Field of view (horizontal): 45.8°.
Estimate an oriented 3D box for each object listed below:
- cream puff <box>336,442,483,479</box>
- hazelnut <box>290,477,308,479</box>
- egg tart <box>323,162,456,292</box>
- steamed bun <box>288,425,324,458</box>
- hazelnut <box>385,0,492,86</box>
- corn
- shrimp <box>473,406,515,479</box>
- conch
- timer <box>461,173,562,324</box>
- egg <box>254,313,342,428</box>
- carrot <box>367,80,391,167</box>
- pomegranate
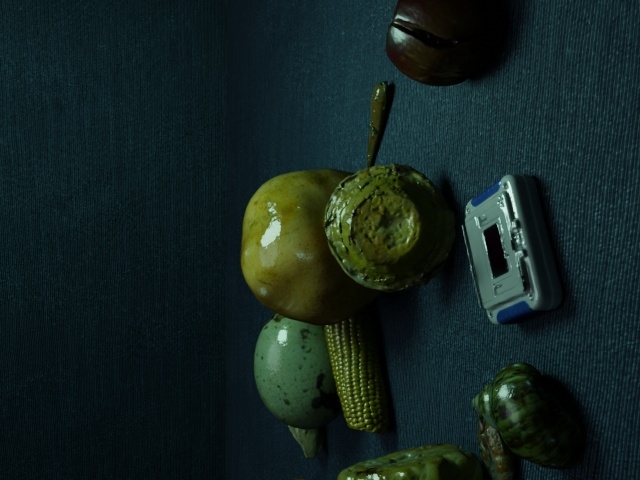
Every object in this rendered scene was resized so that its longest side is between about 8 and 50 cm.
[{"bbox_3d":[0.198,0.562,1.546,0.324,0.291,0.257,126,129,-78],"label":"cream puff"},{"bbox_3d":[-0.068,0.898,2.517,0.214,0.176,0.214,2,95,32],"label":"hazelnut"},{"bbox_3d":[0.146,-0.028,1.636,0.116,0.294,0.295,6,-100,-82],"label":"egg tart"},{"bbox_3d":[-0.052,0.581,2.503,0.231,0.110,0.213,-134,28,-57],"label":"steamed bun"},{"bbox_3d":[0.239,-0.414,1.485,0.234,0.218,0.218,91,172,-78],"label":"hazelnut"},{"bbox_3d":[0.093,0.330,2.030,0.144,0.143,0.387,131,134,-62],"label":"corn"},{"bbox_3d":[0.335,0.412,1.503,0.132,0.051,0.188,175,89,-70],"label":"shrimp"},{"bbox_3d":[0.356,0.310,1.330,0.181,0.124,0.187,-175,75,-73],"label":"conch"},{"bbox_3d":[0.343,0.020,1.391,0.178,0.078,0.254,134,130,-63],"label":"timer"},{"bbox_3d":[-0.052,0.367,2.196,0.287,0.287,0.380,-155,50,-68],"label":"egg"},{"bbox_3d":[0.144,-0.294,1.955,0.049,0.049,0.254,-117,26,-48],"label":"carrot"},{"bbox_3d":[0.000,0.000,1.888,0.416,0.416,0.417,177,90,-70],"label":"pomegranate"}]
